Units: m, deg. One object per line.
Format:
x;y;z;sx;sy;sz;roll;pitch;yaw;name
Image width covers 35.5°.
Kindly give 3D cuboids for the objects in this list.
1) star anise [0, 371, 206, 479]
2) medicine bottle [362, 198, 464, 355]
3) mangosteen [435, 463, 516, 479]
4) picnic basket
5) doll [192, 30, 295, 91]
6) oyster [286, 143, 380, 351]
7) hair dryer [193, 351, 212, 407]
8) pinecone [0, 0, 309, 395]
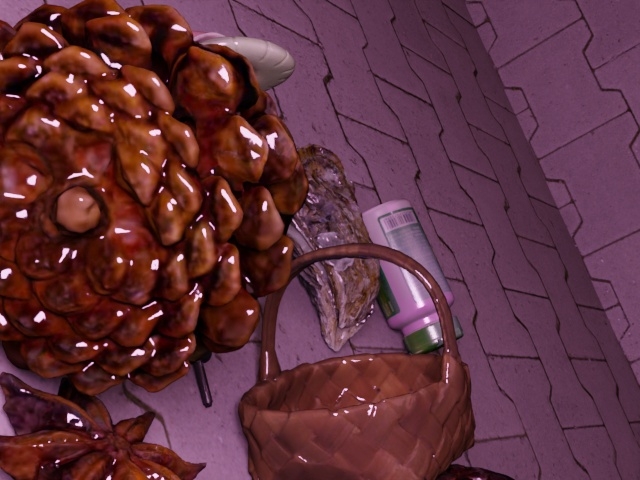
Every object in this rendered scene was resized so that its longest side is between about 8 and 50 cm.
-0.223;0.236;0.997;0.272;0.102;0.272;33;12;-8;star anise
0.157;0.071;1.814;0.133;0.133;0.274;0;63;-61;medicine bottle
0.180;0.452;1.328;0.297;0.313;0.297;18;22;-8;mangosteen
0.045;0.158;1.314;0.337;0.293;0.337;18;70;-62;picnic basket
-0.184;-0.169;1.321;0.268;0.284;0.216;-3;67;-30;doll
0.004;0.004;1.622;0.162;0.158;0.351;-7;73;-17;oyster
-0.155;0.172;1.273;0.047;0.026;0.083;5;67;-57;hair dryer
-0.210;-0.051;1.008;0.398;0.397;0.398;42;31;-33;pinecone
